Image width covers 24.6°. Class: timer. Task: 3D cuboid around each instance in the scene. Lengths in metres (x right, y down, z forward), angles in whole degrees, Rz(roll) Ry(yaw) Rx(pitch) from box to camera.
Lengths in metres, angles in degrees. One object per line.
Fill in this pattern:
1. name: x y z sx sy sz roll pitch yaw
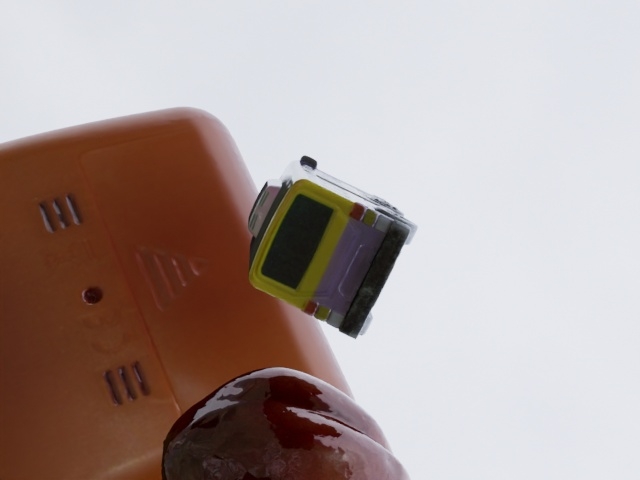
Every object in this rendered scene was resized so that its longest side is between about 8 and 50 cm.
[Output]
1. timer: -0.137 0.070 0.799 0.257 0.250 0.161 64 -26 26

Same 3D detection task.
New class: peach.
1. peach: -0.017 0.106 0.625 0.101 0.101 0.100 -4 -97 37

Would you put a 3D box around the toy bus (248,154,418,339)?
1. toy bus: 0.000 0.000 0.584 0.058 0.102 0.052 26 -84 -6
